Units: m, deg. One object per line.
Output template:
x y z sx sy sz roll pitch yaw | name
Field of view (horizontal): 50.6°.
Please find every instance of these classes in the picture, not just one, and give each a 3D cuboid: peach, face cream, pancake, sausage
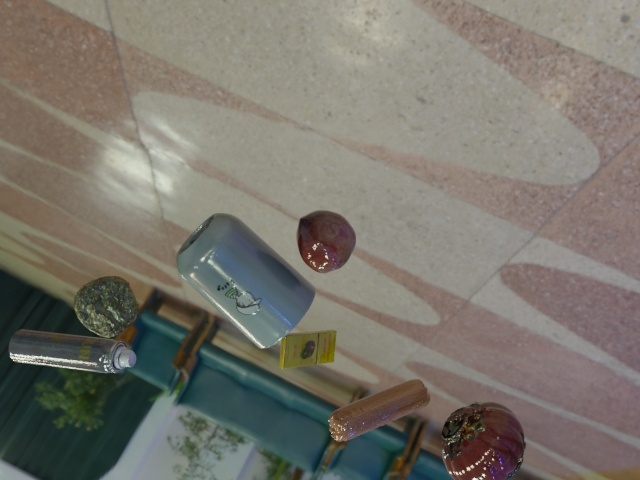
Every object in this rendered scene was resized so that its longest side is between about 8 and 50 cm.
0.000 0.000 1.603 0.152 0.152 0.152 23 157 11 | peach
-0.533 0.241 1.464 0.284 0.073 0.073 4 151 14 | face cream
-0.363 0.113 1.150 0.108 0.108 0.017 31 167 -8 | pancake
0.156 0.447 1.794 0.086 0.289 0.086 161 90 -77 | sausage

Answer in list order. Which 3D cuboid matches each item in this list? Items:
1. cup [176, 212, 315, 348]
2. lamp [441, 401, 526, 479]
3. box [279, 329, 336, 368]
-0.188 0.091 1.643 0.312 0.205 0.205 43 154 -16 | cup
0.402 0.509 1.703 0.227 0.226 0.227 23 157 11 | lamp
-0.030 0.273 1.707 0.155 0.086 0.023 0 -168 -34 | box
